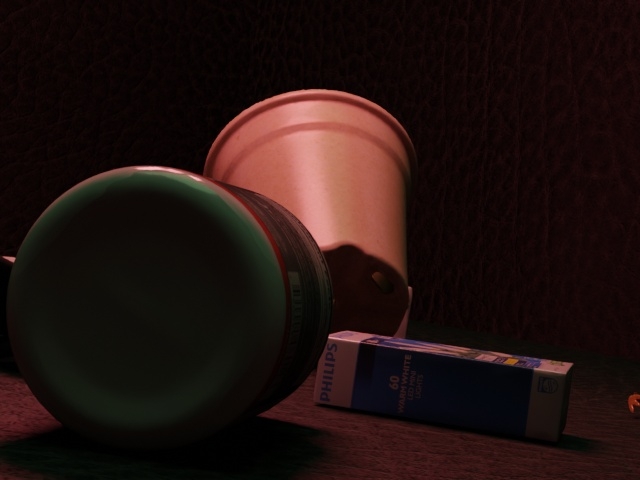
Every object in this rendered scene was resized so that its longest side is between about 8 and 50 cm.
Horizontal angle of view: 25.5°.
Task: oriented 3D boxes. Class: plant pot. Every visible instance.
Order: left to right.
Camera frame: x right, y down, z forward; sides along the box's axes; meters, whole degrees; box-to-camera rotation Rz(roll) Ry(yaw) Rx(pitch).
[{"bbox_3d":[0.000,0.000,2.069,0.333,0.334,0.305,8,37,-14],"label":"plant pot"}]

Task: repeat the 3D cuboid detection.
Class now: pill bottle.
[{"bbox_3d":[-0.102,0.054,1.181,0.210,0.210,0.363,8,-1,9],"label":"pill bottle"}]

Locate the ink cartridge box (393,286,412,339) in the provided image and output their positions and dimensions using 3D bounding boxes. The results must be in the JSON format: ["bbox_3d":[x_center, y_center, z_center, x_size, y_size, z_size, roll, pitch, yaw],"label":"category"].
[{"bbox_3d":[-0.014,0.114,2.507,0.289,0.122,0.211,8,0,44],"label":"ink cartridge box"}]

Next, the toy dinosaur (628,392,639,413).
[{"bbox_3d":[0.465,0.221,1.906,0.112,0.064,0.211,29,-1,-28],"label":"toy dinosaur"}]

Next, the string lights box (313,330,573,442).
[{"bbox_3d":[0.135,0.155,1.528,0.259,0.077,0.133,8,1,13],"label":"string lights box"}]

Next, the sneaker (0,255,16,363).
[{"bbox_3d":[-0.283,0.049,1.586,0.257,0.169,0.447,10,2,-21],"label":"sneaker"}]
